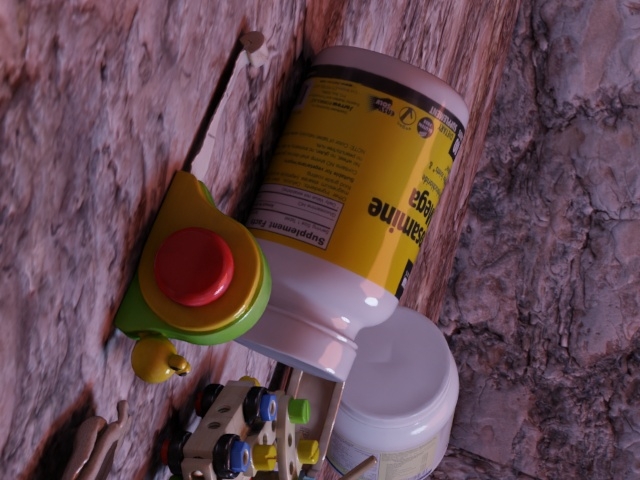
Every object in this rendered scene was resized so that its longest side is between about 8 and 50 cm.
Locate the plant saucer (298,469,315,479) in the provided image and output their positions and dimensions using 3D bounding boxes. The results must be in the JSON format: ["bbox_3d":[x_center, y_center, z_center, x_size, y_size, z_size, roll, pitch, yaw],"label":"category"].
[{"bbox_3d":[-0.086,0.527,2.458,0.317,0.043,0.318,20,90,-79],"label":"plant saucer"}]

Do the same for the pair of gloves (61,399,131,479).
[{"bbox_3d":[-0.225,0.264,1.277,0.240,0.042,0.204,106,5,-47],"label":"pair of gloves"}]

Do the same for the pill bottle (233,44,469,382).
[{"bbox_3d":[0.022,-0.026,1.587,0.188,0.187,0.334,60,51,-76],"label":"pill bottle"}]

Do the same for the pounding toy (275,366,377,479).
[{"bbox_3d":[0.008,0.273,2.113,0.154,0.154,0.270,-149,-106,-88],"label":"pounding toy"}]

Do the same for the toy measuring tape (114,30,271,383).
[{"bbox_3d":[-0.078,-0.022,1.297,0.121,0.121,0.330,72,39,-73],"label":"toy measuring tape"}]

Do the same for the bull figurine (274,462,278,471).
[{"bbox_3d":[-0.110,0.422,1.982,0.188,0.101,0.310,71,40,-76],"label":"bull figurine"}]

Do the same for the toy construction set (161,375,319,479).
[{"bbox_3d":[-0.085,0.279,1.638,0.328,0.151,0.215,-86,170,-66],"label":"toy construction set"}]

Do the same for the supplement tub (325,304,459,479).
[{"bbox_3d":[0.108,0.263,2.425,0.325,0.235,0.235,89,23,-62],"label":"supplement tub"}]
